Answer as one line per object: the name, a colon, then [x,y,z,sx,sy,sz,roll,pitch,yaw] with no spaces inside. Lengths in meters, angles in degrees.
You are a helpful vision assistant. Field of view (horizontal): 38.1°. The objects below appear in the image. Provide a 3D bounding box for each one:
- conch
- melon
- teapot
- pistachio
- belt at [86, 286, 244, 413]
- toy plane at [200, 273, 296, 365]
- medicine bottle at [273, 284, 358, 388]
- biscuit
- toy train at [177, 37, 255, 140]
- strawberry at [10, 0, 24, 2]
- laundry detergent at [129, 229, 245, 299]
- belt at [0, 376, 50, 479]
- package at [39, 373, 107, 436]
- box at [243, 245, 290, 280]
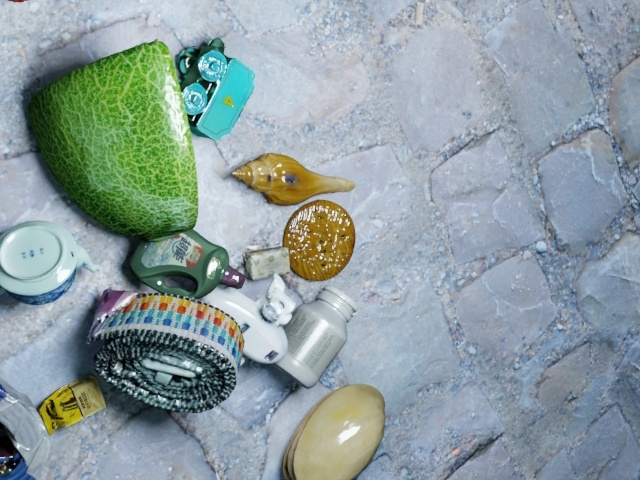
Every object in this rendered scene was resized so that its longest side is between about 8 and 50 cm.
conch: [-0.049,-0.127,2.008,0.330,0.093,0.109,6,89,-32]
melon: [-0.347,-0.162,1.739,0.331,0.226,0.343,-21,94,15]
teapot: [-0.534,0.058,1.742,0.232,0.159,0.159,-14,106,-14]
pistachio: [0.040,0.455,2.122,0.293,0.162,0.181,-44,100,-12]
belt: [-0.300,0.214,1.846,0.295,0.160,0.206,10,124,1]
toy plane: [-0.166,0.163,1.953,0.245,0.117,0.244,1,111,1]
medicine bottle: [-0.013,0.208,2.062,0.135,0.135,0.215,43,76,-29]
biscuit: [0.001,0.000,2.097,0.188,0.027,0.187,-5,101,-29]
toy train: [-0.225,-0.301,1.873,0.154,0.107,0.197,33,81,-38]
strawberry: [-0.541,-0.473,1.676,0.083,0.083,0.096,46,46,-28]
laundry detergent: [-0.262,0.055,1.868,0.222,0.078,0.144,26,77,1]
belt: [-0.673,0.339,1.714,0.347,0.117,0.212,35,81,-28]
package: [-0.497,0.327,1.852,0.131,0.047,0.071,-28,116,-24]
box: [-0.117,0.050,2.027,0.098,0.045,0.062,-12,103,-27]
